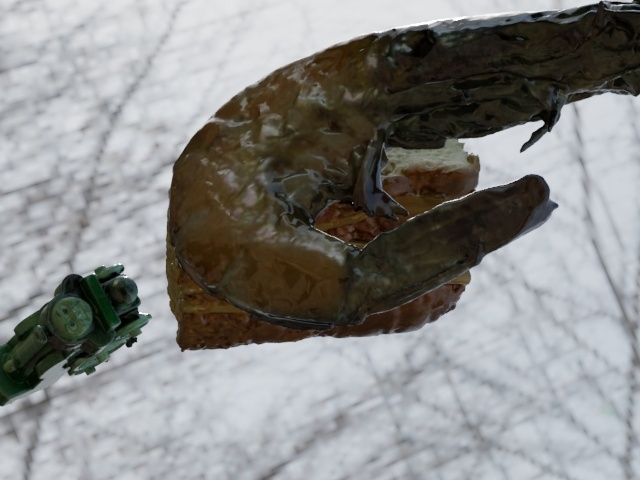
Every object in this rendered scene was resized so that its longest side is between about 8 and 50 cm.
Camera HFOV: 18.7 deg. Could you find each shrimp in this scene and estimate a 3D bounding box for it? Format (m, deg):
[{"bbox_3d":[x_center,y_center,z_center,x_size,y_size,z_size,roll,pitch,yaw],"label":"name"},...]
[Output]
[{"bbox_3d":[0.094,-0.068,1.360,0.272,0.445,0.085,-92,160,-45],"label":"shrimp"}]

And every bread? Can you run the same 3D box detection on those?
[{"bbox_3d":[0.000,0.000,1.768,0.114,0.275,0.184,-112,-160,-49],"label":"bread"}]

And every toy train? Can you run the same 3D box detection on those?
[{"bbox_3d":[-0.213,0.077,1.625,0.071,0.105,0.178,62,-34,7],"label":"toy train"}]
